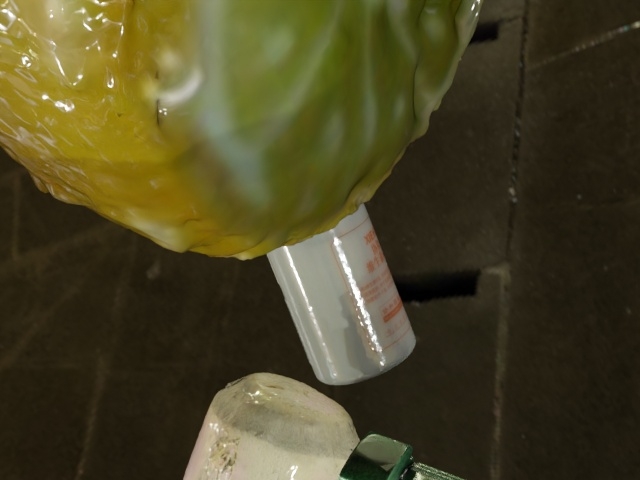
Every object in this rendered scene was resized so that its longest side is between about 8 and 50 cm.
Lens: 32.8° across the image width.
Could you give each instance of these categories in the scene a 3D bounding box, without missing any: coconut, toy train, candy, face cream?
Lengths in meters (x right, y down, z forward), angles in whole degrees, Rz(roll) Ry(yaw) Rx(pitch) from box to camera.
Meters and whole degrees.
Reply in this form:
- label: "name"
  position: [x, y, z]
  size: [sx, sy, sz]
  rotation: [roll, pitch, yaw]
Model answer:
- label: "coconut"
  position: [-0.064, 0.297, 1.378]
  size: [0.224, 0.224, 0.234]
  rotation: [25, 93, 36]
- label: "toy train"
  position: [0.097, 0.220, 0.830]
  size: [0.170, 0.111, 0.071]
  rotation: [15, 44, 32]
- label: "candy"
  position: [-0.022, -0.122, 0.394]
  size: [0.118, 0.260, 0.260]
  rotation: [22, 73, 27]
- label: "face cream"
  position: [0.000, 0.000, 0.987]
  size: [0.101, 0.252, 0.101]
  rotation: [-20, 12, 4]
